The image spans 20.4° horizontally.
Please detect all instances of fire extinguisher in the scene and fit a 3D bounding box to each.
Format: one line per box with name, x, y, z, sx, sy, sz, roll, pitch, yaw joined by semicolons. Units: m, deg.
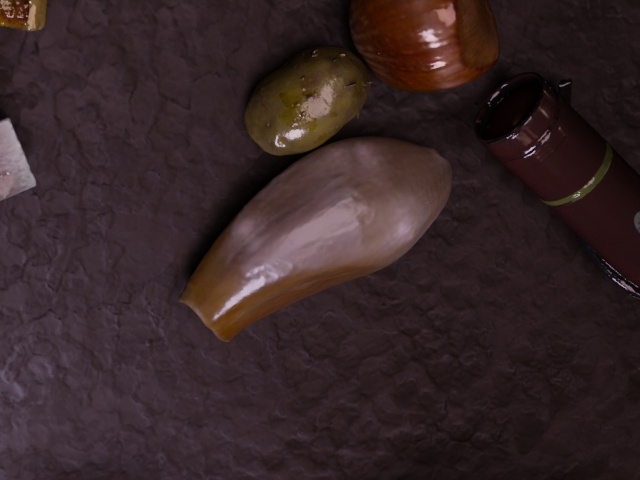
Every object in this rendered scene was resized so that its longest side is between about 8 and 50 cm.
fire extinguisher;0.312;-0.053;1.929;0.341;0.105;0.141;40;67;-29

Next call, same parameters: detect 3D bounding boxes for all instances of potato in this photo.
potato;-0.012;-0.144;1.813;0.138;0.070;0.091;-38;97;-8

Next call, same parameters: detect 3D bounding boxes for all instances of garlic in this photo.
garlic;-0.002;-0.007;1.830;0.318;0.112;0.143;-29;133;0

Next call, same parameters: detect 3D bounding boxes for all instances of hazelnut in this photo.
hazelnut;0.103;-0.217;1.802;0.150;0.150;0.150;-4;104;-17

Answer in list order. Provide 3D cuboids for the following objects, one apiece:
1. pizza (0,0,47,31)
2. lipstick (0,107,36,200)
pizza;-0.330;-0.260;1.694;0.134;0.046;0.175;-39;112;-7
lipstick;-0.460;-0.019;1.691;0.371;0.076;0.080;-24;110;-12
